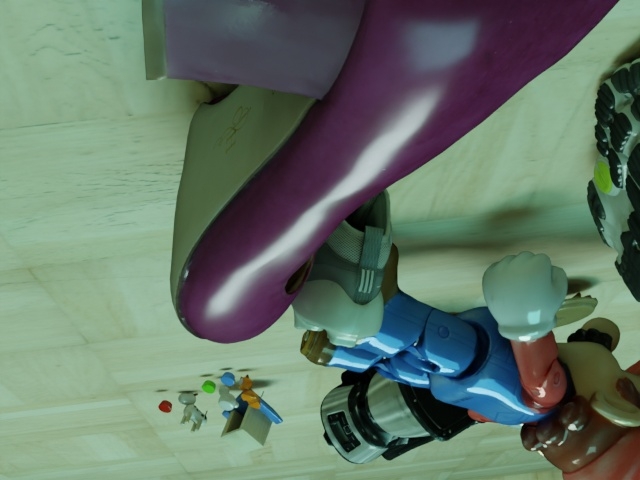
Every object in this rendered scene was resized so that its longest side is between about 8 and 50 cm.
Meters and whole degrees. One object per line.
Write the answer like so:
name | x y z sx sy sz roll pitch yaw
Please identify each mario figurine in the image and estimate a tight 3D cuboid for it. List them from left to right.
mario figurine | 0.155 0.083 1.004 0.320 0.170 0.198 25 -169 -13

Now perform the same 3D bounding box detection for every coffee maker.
coffee maker | 0.109 0.152 1.264 0.171 0.120 0.178 0 162 -27

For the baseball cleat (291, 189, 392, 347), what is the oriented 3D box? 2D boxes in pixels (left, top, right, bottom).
baseball cleat | 0.000 0.000 0.804 0.072 0.109 0.206 13 -174 -24

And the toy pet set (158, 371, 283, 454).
toy pet set | -0.094 0.174 1.396 0.122 0.065 0.114 -25 121 39

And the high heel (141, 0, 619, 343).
high heel | 0.021 -0.032 0.589 0.181 0.127 0.377 4 159 -1

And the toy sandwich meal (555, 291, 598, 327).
toy sandwich meal | 0.212 0.059 1.164 0.085 0.029 0.085 -11 161 -4

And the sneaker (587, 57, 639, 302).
sneaker | 0.228 -0.051 0.736 0.118 0.107 0.279 -26 166 -2
